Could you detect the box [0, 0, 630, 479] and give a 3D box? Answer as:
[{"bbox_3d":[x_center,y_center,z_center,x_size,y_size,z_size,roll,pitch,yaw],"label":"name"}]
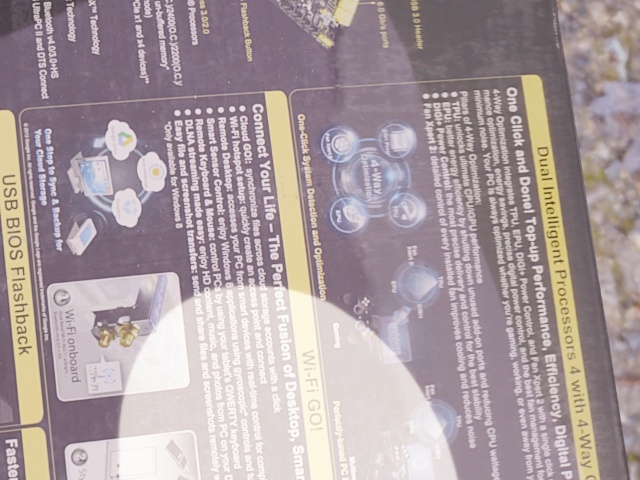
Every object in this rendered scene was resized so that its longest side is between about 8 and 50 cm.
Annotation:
[{"bbox_3d":[-0.058,-0.007,0.570,0.318,0.097,0.395,-6,82,-10],"label":"box"}]
